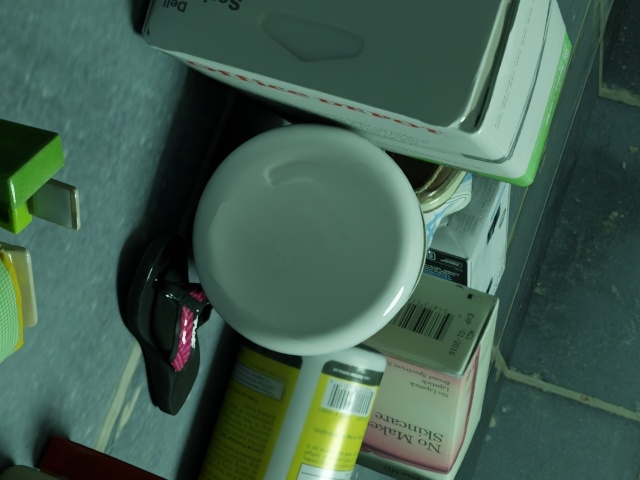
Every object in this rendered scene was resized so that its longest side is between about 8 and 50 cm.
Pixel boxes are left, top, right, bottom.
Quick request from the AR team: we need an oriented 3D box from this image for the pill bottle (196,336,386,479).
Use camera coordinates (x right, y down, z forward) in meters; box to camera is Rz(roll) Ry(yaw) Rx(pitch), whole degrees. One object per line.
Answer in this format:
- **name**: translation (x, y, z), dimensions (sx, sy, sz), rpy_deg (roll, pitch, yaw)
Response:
- **pill bottle**: translation (-0.032, 0.173, 0.959), dimensions (0.119, 0.119, 0.208), rpy_deg (23, 86, -74)

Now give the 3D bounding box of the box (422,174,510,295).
- **box**: translation (0.185, 0.019, 1.581), dimensions (0.290, 0.087, 0.169), rpy_deg (81, 31, -58)

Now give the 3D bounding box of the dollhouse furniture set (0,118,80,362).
- **dollhouse furniture set**: translation (-0.142, 0.015, 0.531), dimensions (0.076, 0.058, 0.152), rpy_deg (-53, 155, -48)

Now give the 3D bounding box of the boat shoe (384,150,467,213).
- **boat shoe**: translation (0.115, -0.150, 1.194), dimensions (0.095, 0.095, 0.257), rpy_deg (62, 40, -50)

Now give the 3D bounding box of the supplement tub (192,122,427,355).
- **supplement tub**: translation (0.000, 0.000, 0.811), dimensions (0.199, 0.144, 0.144), rpy_deg (4, 104, -84)

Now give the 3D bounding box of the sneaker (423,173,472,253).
- **sneaker**: translation (0.092, -0.038, 1.252), dimensions (0.237, 0.085, 0.086), rpy_deg (-44, 122, -52)

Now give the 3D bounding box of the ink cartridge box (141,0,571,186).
- **ink cartridge box**: translation (0.040, -0.123, 0.743), dimensions (0.273, 0.198, 0.115), rpy_deg (13, 94, -75)

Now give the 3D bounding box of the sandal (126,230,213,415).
- **sandal**: translation (-0.090, 0.058, 0.785), dimensions (0.179, 0.040, 0.067), rpy_deg (86, 26, -52)

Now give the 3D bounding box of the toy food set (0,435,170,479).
- **toy food set**: translation (-0.123, 0.187, 0.692), dimensions (0.232, 0.104, 0.111), rpy_deg (62, 48, -68)

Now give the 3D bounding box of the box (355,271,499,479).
- **box**: translation (0.104, 0.158, 1.344), dimensions (0.232, 0.148, 0.127), rpy_deg (89, 24, -46)
